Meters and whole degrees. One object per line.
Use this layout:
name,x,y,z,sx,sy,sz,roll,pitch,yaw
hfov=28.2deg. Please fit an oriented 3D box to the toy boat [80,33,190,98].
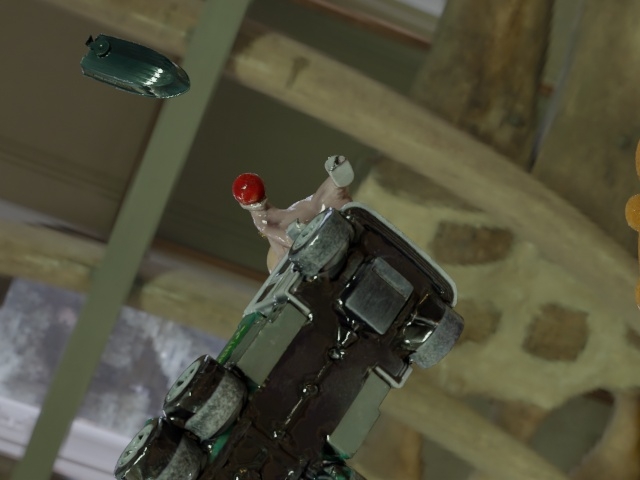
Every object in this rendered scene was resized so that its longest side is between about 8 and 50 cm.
toy boat,-0.209,-0.196,1.474,0.055,0.141,0.060,-61,-27,-19

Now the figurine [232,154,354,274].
figurine,0.000,0.000,1.703,0.176,0.287,0.186,-38,44,-10

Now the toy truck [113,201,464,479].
toy truck,-0.028,0.087,0.673,0.216,0.110,0.116,-55,14,-21

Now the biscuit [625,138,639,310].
biscuit,0.462,-0.025,1.697,0.165,0.036,0.250,168,97,-71
